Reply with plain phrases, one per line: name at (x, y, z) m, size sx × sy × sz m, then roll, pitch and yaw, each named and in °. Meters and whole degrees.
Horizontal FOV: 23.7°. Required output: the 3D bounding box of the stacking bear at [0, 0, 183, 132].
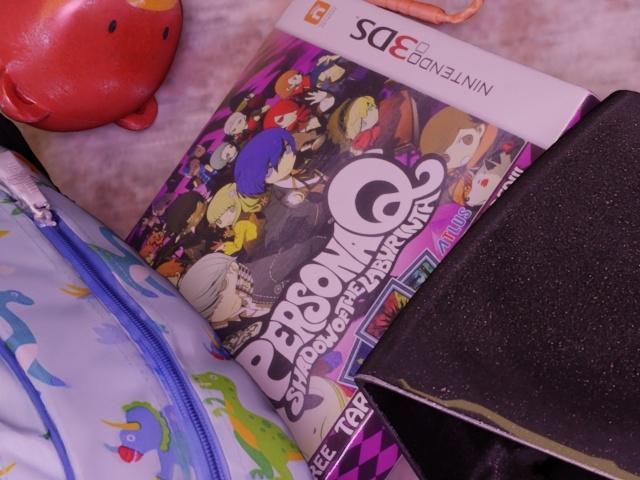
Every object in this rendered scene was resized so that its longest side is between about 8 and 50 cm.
stacking bear at (-0.151, -0.199, 0.830) m, size 0.164 × 0.175 × 0.289 m, roll -21°, pitch 76°, yaw 32°

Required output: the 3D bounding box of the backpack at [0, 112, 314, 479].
backpack at (-0.149, 0.122, 0.630) m, size 0.355 × 0.273 × 0.290 m, roll 33°, pitch 104°, yaw 33°

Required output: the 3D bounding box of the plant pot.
plant pot at (0.150, 0.051, 0.624) m, size 0.188 × 0.187 × 0.167 m, roll 19°, pitch 69°, yaw 26°

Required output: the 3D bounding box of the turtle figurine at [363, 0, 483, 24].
turtle figurine at (0.049, -0.261, 0.799) m, size 0.217 × 0.087 × 0.269 m, roll -41°, pitch 64°, yaw 7°

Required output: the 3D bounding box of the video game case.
video game case at (0.000, 0.000, 0.729) m, size 0.210 × 0.042 × 0.232 m, roll 32°, pitch 86°, yaw 47°
